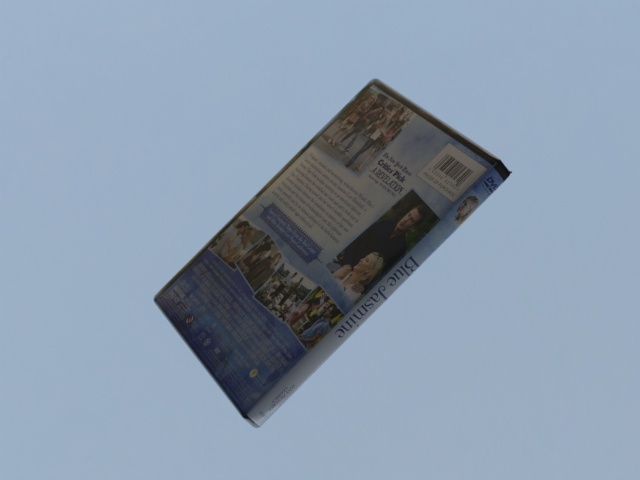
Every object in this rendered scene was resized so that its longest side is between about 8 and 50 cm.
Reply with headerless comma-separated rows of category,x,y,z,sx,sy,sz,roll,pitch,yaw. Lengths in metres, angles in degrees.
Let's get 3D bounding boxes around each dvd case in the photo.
dvd case,0.000,0.000,0.957,0.253,0.022,0.180,-45,-142,-2
